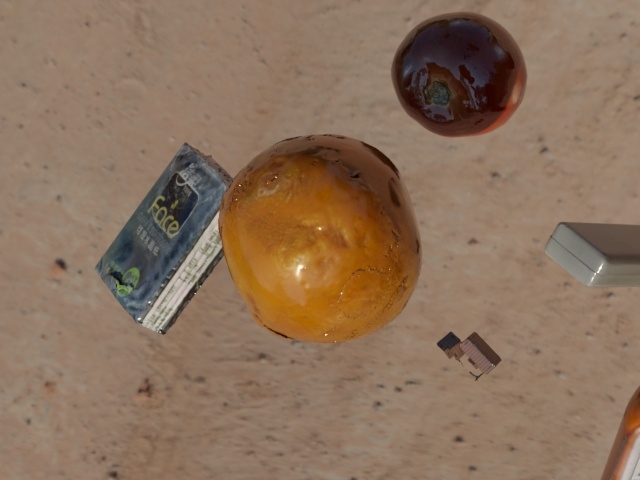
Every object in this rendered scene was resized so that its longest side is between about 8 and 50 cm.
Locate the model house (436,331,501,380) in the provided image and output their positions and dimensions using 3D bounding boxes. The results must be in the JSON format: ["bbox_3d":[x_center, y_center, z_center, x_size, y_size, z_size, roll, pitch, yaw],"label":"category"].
[{"bbox_3d":[0.220,0.165,1.690,0.057,0.058,0.083,-41,82,-4],"label":"model house"}]

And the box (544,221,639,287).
[{"bbox_3d":[0.423,0.020,1.572,0.103,0.243,0.055,45,122,41],"label":"box"}]

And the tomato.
[{"bbox_3d":[0.200,-0.238,1.629,0.195,0.195,0.136,15,44,28],"label":"tomato"}]

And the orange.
[{"bbox_3d":[0.000,0.000,1.270,0.240,0.240,0.240,-8,71,23],"label":"orange"}]

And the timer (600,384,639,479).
[{"bbox_3d":[0.427,0.233,1.272,0.250,0.257,0.161,-14,50,-13],"label":"timer"}]

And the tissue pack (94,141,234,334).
[{"bbox_3d":[-0.206,-0.004,1.615,0.235,0.073,0.173,-53,41,7],"label":"tissue pack"}]
